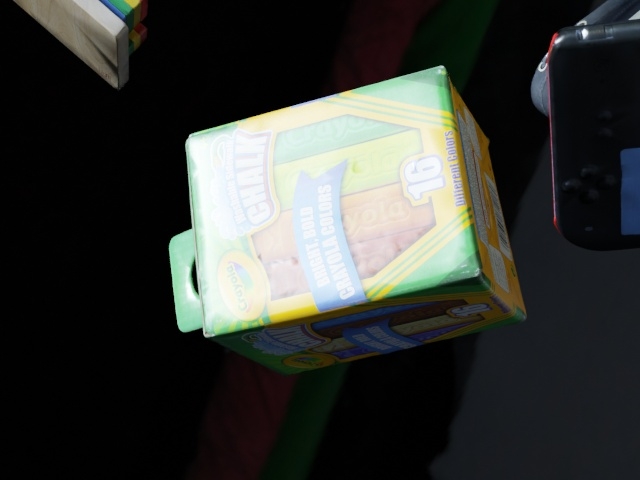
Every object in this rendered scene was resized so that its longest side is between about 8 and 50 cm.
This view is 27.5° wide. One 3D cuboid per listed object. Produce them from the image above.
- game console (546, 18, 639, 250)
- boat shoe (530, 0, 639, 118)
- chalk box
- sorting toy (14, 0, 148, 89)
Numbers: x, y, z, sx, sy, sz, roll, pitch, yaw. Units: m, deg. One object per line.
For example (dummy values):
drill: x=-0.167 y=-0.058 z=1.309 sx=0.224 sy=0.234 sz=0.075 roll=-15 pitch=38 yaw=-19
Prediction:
game console: x=0.461 y=-0.125 z=1.510 sx=0.342 sy=0.387 sz=0.060 roll=76 pitch=-169 yaw=-49
boat shoe: x=0.479 y=-0.301 z=1.742 sx=0.500 sy=0.156 sz=0.186 roll=-38 pitch=-59 yaw=-17
chalk box: x=0.000 y=0.000 z=1.084 sx=0.179 sy=0.289 sz=0.180 roll=40 pitch=-142 yaw=-65
sorting toy: x=-0.359 y=-0.364 z=1.883 sx=0.089 sy=0.255 sz=0.257 roll=-49 pitch=0 yaw=-12
